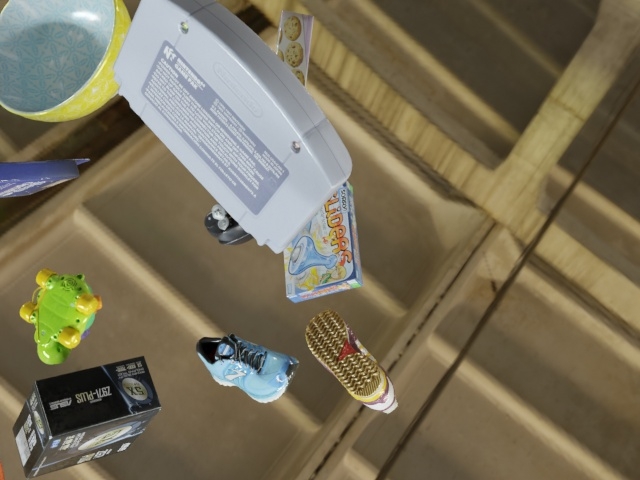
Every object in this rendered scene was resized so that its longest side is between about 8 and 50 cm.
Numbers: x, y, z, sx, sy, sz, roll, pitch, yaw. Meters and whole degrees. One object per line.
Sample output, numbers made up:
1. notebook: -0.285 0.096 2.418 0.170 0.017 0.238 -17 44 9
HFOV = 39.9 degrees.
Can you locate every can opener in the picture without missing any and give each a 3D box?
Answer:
1. can opener: -0.078 -0.055 1.169 0.073 0.186 0.059 1 -122 -62

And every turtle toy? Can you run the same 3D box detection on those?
1. turtle toy: -0.334 0.101 1.148 0.095 0.066 0.130 29 -85 20

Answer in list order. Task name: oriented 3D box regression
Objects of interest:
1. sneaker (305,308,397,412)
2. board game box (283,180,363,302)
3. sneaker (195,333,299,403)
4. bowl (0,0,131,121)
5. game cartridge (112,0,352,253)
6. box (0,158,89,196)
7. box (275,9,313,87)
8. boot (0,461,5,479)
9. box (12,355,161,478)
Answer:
1. sneaker: 0.043 0.177 1.269 0.069 0.084 0.185 -38 -136 0
2. board game box: 0.000 0.000 1.583 0.136 0.035 0.201 -16 -119 19
3. sneaker: -0.096 0.151 1.078 0.073 0.162 0.063 47 -122 -37
4. bowl: -0.438 -0.331 1.591 0.289 0.156 0.290 -7 -107 24
5. game cartridge: -0.101 -0.139 0.983 0.294 0.196 0.060 47 -126 2
6. box: -0.504 -0.101 1.466 0.225 0.136 0.037 -14 -90 -56
7. box: -0.061 -0.277 1.641 0.067 0.063 0.324 9 -114 -6
8. boot: -0.243 0.241 0.717 0.084 0.059 0.158 -14 -101 -15
9. box: -0.312 0.236 1.167 0.147 0.180 0.078 -10 -114 -34
